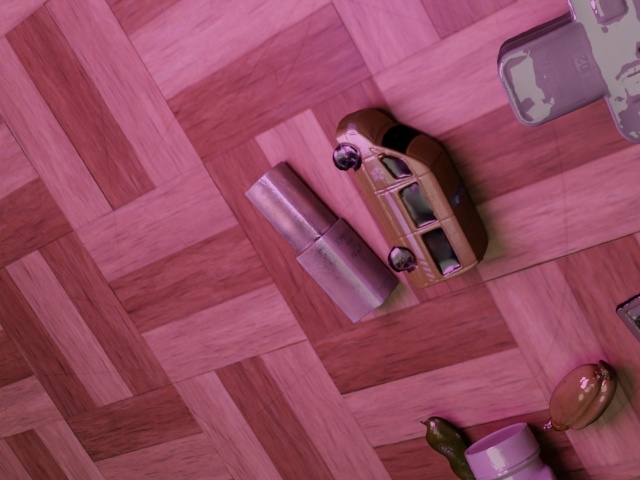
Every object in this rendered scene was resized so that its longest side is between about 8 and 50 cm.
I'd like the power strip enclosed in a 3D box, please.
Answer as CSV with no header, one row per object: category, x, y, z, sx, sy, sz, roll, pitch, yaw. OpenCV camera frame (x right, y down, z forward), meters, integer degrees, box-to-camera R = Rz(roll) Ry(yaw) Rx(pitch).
power strip,0.334,-0.229,1.016,0.261,0.141,0.229,-21,106,20

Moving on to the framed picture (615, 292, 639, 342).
framed picture,0.536,0.101,1.135,0.192,0.018,0.265,50,127,-3

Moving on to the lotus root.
lotus root,0.365,0.221,1.263,0.073,0.062,0.150,19,128,-10

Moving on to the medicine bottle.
medicine bottle,0.325,0.422,1.319,0.111,0.161,0.296,-28,83,-6

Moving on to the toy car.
toy car,0.124,-0.068,1.211,0.124,0.101,0.257,-21,106,30

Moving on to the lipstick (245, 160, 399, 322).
lipstick,0.000,0.000,1.325,0.253,0.079,0.077,48,127,-3

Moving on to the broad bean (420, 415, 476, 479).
broad bean,0.242,0.374,1.418,0.052,0.053,0.256,-35,97,8
